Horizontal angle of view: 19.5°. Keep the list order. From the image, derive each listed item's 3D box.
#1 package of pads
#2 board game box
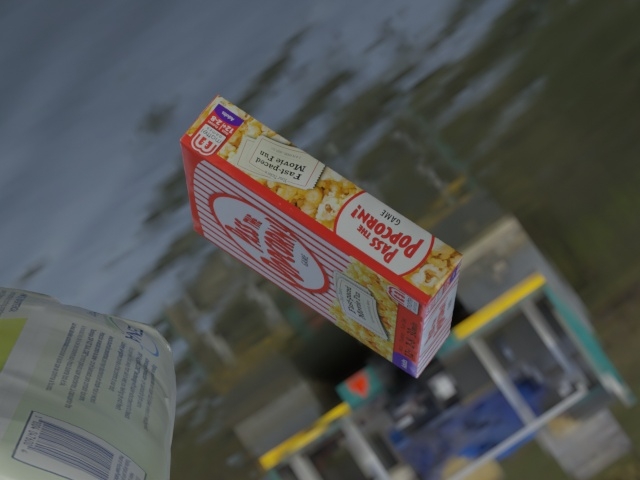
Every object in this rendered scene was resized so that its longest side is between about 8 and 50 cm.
[{"bbox_3d":[-0.114,0.171,0.532,0.229,0.101,0.296,-113,-142,-81],"label":"package of pads"},{"bbox_3d":[0.000,0.000,1.236,0.045,0.193,0.147,-52,165,-18],"label":"board game box"}]
